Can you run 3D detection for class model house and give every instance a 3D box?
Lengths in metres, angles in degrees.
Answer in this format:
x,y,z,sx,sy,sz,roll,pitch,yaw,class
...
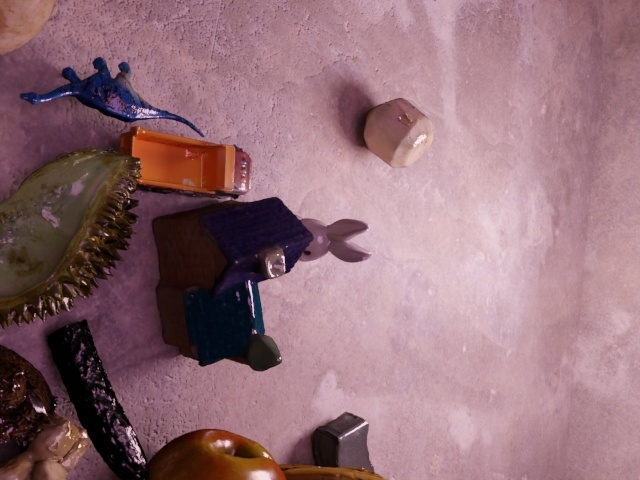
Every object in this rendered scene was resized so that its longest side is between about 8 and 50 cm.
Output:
x,y,z,sx,sy,sz,roll,pitch,yaw,class
-0.152,0.082,1.284,0.245,0.280,0.312,-14,101,-44,model house

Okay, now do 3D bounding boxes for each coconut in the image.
x,y,z,sx,sy,sz,roll,pitch,yaw,class
0.190,-0.283,1.698,0.171,0.183,0.171,-42,163,-16,coconut

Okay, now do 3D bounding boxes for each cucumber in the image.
x,y,z,sx,sy,sz,roll,pitch,yaw,class
-0.379,0.286,1.145,0.081,0.072,0.303,-20,82,-42,cucumber

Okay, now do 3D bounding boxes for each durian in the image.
x,y,z,sx,sy,sz,roll,pitch,yaw,class
-0.438,0.004,1.094,0.198,0.163,0.394,41,80,5,durian

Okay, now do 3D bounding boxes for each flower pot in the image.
x,y,z,sx,sy,sz,roll,pitch,yaw,class
0.057,0.543,1.617,0.108,0.103,0.229,-15,102,-43,flower pot

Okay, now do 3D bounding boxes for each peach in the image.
x,y,z,sx,sy,sz,roll,pitch,yaw,class
-0.216,0.522,1.225,0.308,0.308,0.332,28,81,-41,peach

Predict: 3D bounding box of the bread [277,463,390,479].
x,y,z,sx,sy,sz,roll,pitch,yaw,class
0.017,0.618,1.479,0.324,0.167,0.277,4,97,-1,bread

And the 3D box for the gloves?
x,y,z,sx,sy,sz,roll,pitch,yaw,class
-0.533,0.206,0.965,0.312,0.210,0.135,14,99,-42,gloves

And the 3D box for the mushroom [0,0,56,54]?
x,y,z,sx,sy,sz,roll,pitch,yaw,class
-0.543,-0.376,0.988,0.253,0.195,0.189,25,106,-48,mushroom

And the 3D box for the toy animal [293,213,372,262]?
x,y,z,sx,sy,sz,roll,pitch,yaw,class
-0.002,0.002,1.476,0.131,0.220,0.104,-20,109,-44,toy animal

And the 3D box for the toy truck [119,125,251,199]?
x,y,z,sx,sy,sz,roll,pitch,yaw,class
-0.259,-0.143,1.277,0.270,0.135,0.114,5,87,-44,toy truck

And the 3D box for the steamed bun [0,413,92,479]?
x,y,z,sx,sy,sz,roll,pitch,yaw,class
-0.461,0.360,1.061,0.106,0.192,0.177,39,59,-16,steamed bun

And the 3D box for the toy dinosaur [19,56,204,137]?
x,y,z,sx,sy,sz,roll,pitch,yaw,class
-0.364,-0.258,1.163,0.329,0.076,0.144,7,44,-43,toy dinosaur
